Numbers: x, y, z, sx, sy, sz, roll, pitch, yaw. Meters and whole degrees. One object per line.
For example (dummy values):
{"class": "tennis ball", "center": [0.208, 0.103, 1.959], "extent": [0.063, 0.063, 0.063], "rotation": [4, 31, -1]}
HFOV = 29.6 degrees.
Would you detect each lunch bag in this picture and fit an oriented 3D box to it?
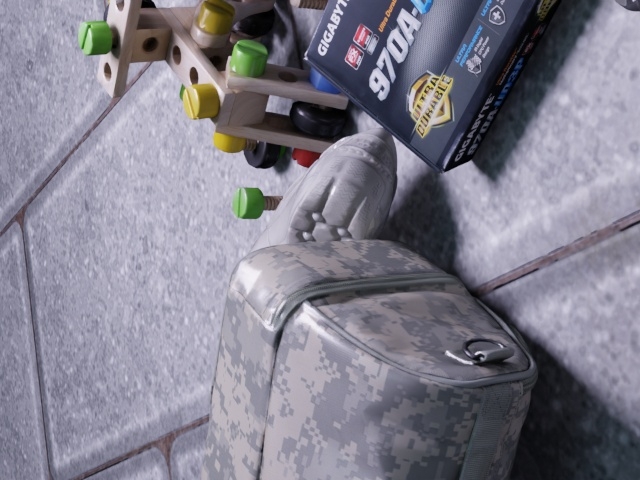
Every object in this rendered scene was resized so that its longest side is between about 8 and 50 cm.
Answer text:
{"class": "lunch bag", "center": [0.047, 0.179, 1.004], "extent": [0.256, 0.212, 0.305], "rotation": [39, 124, 53]}

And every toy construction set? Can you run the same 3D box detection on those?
{"class": "toy construction set", "center": [-0.100, -0.199, 1.216], "extent": [0.309, 0.237, 0.257], "rotation": [-42, 56, 51]}

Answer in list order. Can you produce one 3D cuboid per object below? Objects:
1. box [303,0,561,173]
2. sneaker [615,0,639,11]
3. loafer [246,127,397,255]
{"class": "box", "center": [0.096, -0.193, 1.012], "extent": [0.175, 0.051, 0.220], "rotation": [43, 130, 20]}
{"class": "sneaker", "center": [0.250, -0.181, 0.785], "extent": [0.267, 0.106, 0.101], "rotation": [-95, 2, -47]}
{"class": "loafer", "center": [0.000, 0.000, 1.201], "extent": [0.111, 0.112, 0.319], "rotation": [-57, 4, -32]}
